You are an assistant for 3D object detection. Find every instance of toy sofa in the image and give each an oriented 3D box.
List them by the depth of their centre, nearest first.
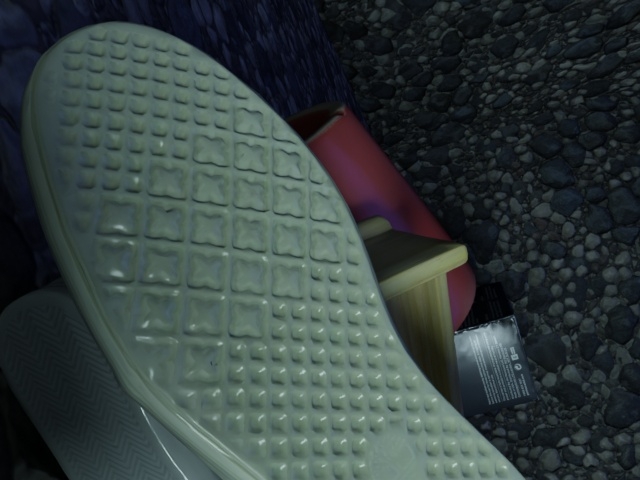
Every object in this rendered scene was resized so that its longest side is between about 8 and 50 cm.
[{"bbox_3d":[0.037,0.170,0.646,0.177,0.150,0.363,15,-60,54],"label":"toy sofa"}]

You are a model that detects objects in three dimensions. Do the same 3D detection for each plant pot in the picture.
[{"bbox_3d":[0.000,0.000,0.796,0.243,0.275,0.275,60,15,-19],"label":"plant pot"}]

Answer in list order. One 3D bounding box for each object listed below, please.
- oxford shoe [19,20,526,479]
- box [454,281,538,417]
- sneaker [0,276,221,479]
[{"bbox_3d":[-0.022,0.080,0.434,0.449,0.169,0.130,54,-29,-7],"label":"oxford shoe"},{"bbox_3d":[0.272,0.241,1.563,0.343,0.312,0.179,-39,113,-77],"label":"box"},{"bbox_3d":[-0.089,0.141,0.501,0.169,0.108,0.293,-55,127,-72],"label":"sneaker"}]
